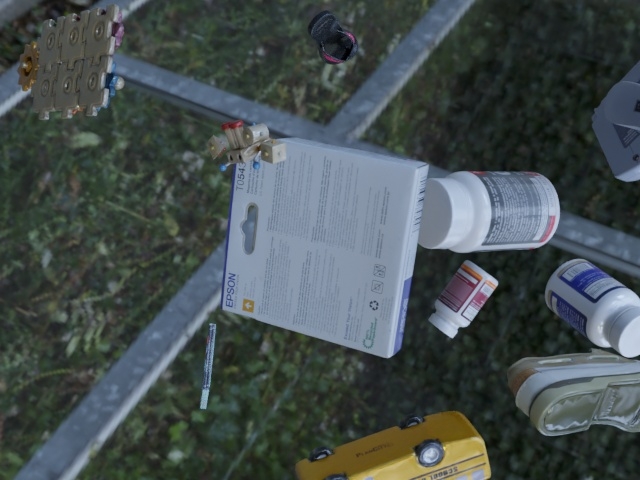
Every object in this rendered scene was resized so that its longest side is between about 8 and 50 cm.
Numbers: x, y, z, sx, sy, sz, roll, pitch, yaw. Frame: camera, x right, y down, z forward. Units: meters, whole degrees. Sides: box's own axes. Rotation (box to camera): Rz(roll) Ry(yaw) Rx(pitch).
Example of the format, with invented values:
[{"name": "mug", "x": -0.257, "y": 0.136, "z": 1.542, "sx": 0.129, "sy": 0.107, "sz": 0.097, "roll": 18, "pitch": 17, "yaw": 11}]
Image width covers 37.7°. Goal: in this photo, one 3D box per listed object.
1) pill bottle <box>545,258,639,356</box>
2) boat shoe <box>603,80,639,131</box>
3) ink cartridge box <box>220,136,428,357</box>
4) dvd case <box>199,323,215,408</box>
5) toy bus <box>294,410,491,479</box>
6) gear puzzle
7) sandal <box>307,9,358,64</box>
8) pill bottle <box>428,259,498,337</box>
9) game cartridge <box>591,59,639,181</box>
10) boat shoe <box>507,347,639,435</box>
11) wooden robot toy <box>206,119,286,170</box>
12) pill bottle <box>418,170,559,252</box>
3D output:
[{"name": "pill bottle", "x": 0.488, "y": 0.119, "z": 1.627, "sx": 0.112, "sy": 0.187, "sz": 0.112, "roll": -12, "pitch": 121, "yaw": -21}, {"name": "boat shoe", "x": 0.532, "y": -0.180, "z": 1.392, "sx": 0.084, "sy": 0.258, "sz": 0.095, "roll": 13, "pitch": 110, "yaw": -25}, {"name": "ink cartridge box", "x": 0.000, "y": 0.000, "z": 1.582, "sx": 0.071, "sy": 0.330, "sz": 0.324, "roll": -23, "pitch": 124, "yaw": -61}, {"name": "dvd case", "x": -0.189, "y": 0.211, "z": 1.570, "sx": 0.087, "sy": 0.013, "sz": 0.120, "roll": 108, "pitch": -12, "yaw": -58}, {"name": "toy bus", "x": 0.130, "y": 0.414, "z": 1.696, "sx": 0.332, "sy": 0.108, "sz": 0.130, "roll": -18, "pitch": 113, "yaw": -8}, {"name": "gear puzzle", "x": -0.417, "y": -0.283, "z": 1.546, "sx": 0.044, "sy": 0.339, "sz": 0.176, "roll": 8, "pitch": 88, "yaw": -43}, {"name": "sandal", "x": 0.026, "y": -0.323, "z": 1.546, "sx": 0.067, "sy": 0.040, "sz": 0.179, "roll": -45, "pitch": 163, "yaw": 7}, {"name": "pill bottle", "x": 0.294, "y": 0.124, "z": 1.956, "sx": 0.152, "sy": 0.086, "sz": 0.086, "roll": -54, "pitch": 159, "yaw": 3}, {"name": "game cartridge", "x": 0.624, "y": -0.251, "z": 1.703, "sx": 0.294, "sy": 0.060, "sz": 0.196, "roll": -52, "pitch": -147, "yaw": 42}, {"name": "boat shoe", "x": 0.398, "y": 0.200, "z": 1.317, "sx": 0.302, "sy": 0.103, "sz": 0.113, "roll": 5, "pitch": 119, "yaw": -31}, {"name": "wooden robot toy", "x": -0.101, "y": -0.154, "z": 1.453, "sx": 0.079, "sy": 0.173, "sz": 0.076, "roll": -22, "pitch": 106, "yaw": -37}, {"name": "pill bottle", "x": 0.323, "y": -0.058, "z": 1.866, "sx": 0.283, "sy": 0.161, "sz": 0.161, "roll": -2, "pitch": 117, "yaw": -34}]
